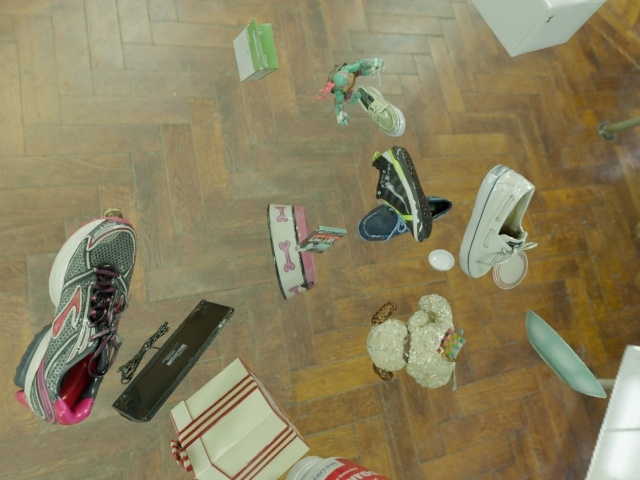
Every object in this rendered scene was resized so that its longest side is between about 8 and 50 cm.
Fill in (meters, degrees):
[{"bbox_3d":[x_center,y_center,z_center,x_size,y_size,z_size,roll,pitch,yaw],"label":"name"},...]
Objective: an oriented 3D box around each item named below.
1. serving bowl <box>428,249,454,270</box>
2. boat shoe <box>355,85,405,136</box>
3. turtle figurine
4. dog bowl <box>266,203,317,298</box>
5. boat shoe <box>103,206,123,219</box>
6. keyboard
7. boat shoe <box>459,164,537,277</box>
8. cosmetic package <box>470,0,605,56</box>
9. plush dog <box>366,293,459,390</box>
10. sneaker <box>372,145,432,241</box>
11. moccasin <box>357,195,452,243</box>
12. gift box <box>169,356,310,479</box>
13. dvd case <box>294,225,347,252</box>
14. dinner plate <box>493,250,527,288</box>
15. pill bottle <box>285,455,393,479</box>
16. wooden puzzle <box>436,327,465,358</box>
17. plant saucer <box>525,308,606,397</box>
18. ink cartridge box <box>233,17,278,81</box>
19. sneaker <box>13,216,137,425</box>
[{"bbox_3d":[0.401,0.071,1.537,0.083,0.027,0.083,0,51,0],"label":"serving bowl"},{"bbox_3d":[0.231,-0.520,1.857,0.094,0.109,0.302,1,43,-35],"label":"boat shoe"},{"bbox_3d":[0.074,-0.384,1.127,0.118,0.175,0.234,38,22,-7],"label":"turtle figurine"},{"bbox_3d":[-0.112,0.035,1.928,0.150,0.408,0.407,-10,78,-1],"label":"dog bowl"},{"bbox_3d":[-0.608,-0.015,1.367,0.064,0.178,0.060,-10,47,-25],"label":"boat shoe"},{"bbox_3d":[-0.352,0.263,1.069,0.317,0.202,0.033,-53,135,-34],"label":"keyboard"},{"bbox_3d":[0.479,-0.011,1.202,0.136,0.367,0.156,-26,48,-28],"label":"boat shoe"},{"bbox_3d":[0.510,-0.737,1.235,0.230,0.161,0.453,-21,74,-23],"label":"cosmetic package"},{"bbox_3d":[0.233,0.279,1.210,0.226,0.210,0.262,1,94,8],"label":"plush dog"},{"bbox_3d":[0.177,-0.098,1.034,0.084,0.097,0.234,15,57,-57],"label":"sneaker"},{"bbox_3d":[0.288,-0.094,1.560,0.342,0.117,0.137,-23,92,-19],"label":"moccasin"},{"bbox_3d":[-0.211,0.498,1.154,0.258,0.276,0.255,-38,123,-10],"label":"gift box"},{"bbox_3d":[0.000,0.000,1.191,0.087,0.119,0.013,6,58,-35],"label":"dvd case"},{"bbox_3d":[0.622,0.092,1.508,0.017,0.141,0.141,20,69,-21],"label":"dinner plate"},{"bbox_3d":[0.080,0.686,1.155,0.229,0.408,0.229,5,81,-34],"label":"pill bottle"},{"bbox_3d":[0.298,0.234,1.050,0.006,0.049,0.083,15,106,-40],"label":"wooden puzzle"},{"bbox_3d":[0.439,0.217,0.858,0.037,0.195,0.195,-39,91,8],"label":"plant saucer"},{"bbox_3d":[-0.159,-0.482,1.176,0.062,0.209,0.108,-15,102,-22],"label":"ink cartridge box"},{"bbox_3d":[-0.328,0.112,0.672,0.121,0.112,0.299,23,80,-53],"label":"sneaker"}]
